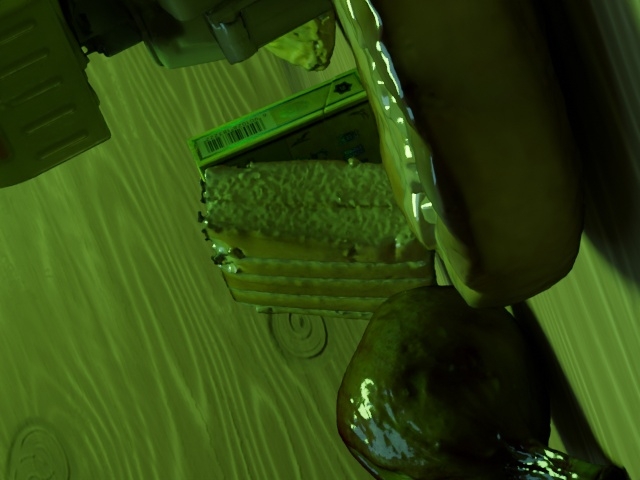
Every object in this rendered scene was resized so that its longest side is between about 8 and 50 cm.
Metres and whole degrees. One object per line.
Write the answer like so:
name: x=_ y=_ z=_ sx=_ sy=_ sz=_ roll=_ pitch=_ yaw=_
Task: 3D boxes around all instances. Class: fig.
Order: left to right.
fig: x=0.113 y=0.143 z=1.158 sx=0.290 sy=0.191 sz=0.190 roll=-116 pitch=5 yaw=-78

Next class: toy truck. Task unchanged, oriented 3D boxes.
toy truck: x=-0.136 y=-0.193 z=1.066 sx=0.254 sy=0.405 sz=0.180 roll=50 pitch=165 yaw=51

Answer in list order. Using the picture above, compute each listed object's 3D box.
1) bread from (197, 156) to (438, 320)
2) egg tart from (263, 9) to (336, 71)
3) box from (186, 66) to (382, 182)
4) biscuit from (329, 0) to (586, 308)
bread: x=0.000 y=0.000 z=1.560 sx=0.239 sy=0.246 sz=0.111 roll=73 pitch=-160 yaw=-66
egg tart: x=-0.086 y=-0.351 z=1.652 sx=0.339 sy=0.153 sz=0.351 roll=-122 pitch=9 yaw=-63
box: x=-0.027 y=-0.095 z=1.681 sx=0.064 sy=0.220 sz=0.141 roll=-114 pitch=2 yaw=-48
biscuit: x=0.065 y=-0.105 z=0.791 sx=0.296 sy=0.102 sz=0.296 roll=-22 pitch=-90 yaw=-88
